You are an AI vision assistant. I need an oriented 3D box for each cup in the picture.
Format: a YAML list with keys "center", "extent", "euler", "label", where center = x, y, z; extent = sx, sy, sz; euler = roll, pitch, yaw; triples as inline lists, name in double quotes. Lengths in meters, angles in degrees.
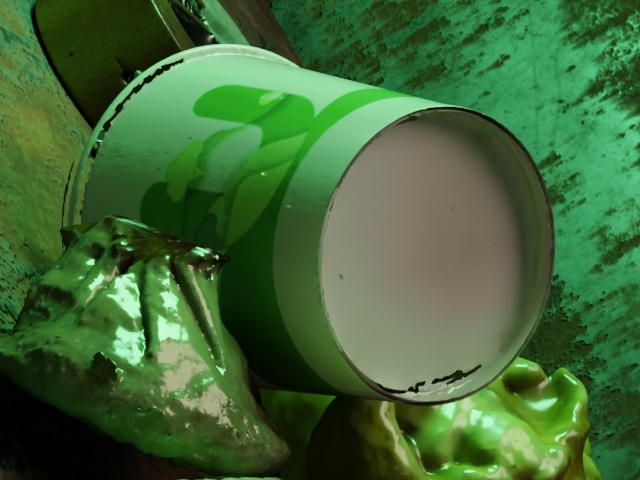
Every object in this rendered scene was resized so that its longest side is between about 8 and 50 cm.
- center: [0.000, 0.000, 1.260]
  extent: [0.274, 0.253, 0.253]
  euler: [12, -36, 54]
  label: "cup"

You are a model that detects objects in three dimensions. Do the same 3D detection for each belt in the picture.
- center: [-0.139, -0.151, 1.770]
  extent: [0.217, 0.122, 0.339]
  euler: [65, 12, 22]
  label: "belt"

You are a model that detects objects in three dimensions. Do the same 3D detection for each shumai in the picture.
- center: [-0.094, 0.057, 1.128]
  extent: [0.201, 0.120, 0.201]
  euler: [24, 1, -1]
  label: "shumai"

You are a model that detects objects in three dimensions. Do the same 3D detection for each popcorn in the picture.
- center: [0.071, 0.181, 1.482]
  extent: [0.292, 0.293, 0.334]
  euler: [22, 4, -25]
  label: "popcorn"

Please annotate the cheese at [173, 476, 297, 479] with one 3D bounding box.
- center: [-0.033, 0.251, 1.015]
  extent: [0.242, 0.124, 0.265]
  euler: [58, 9, 14]
  label: "cheese"

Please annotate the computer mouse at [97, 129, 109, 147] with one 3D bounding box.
- center: [-0.147, -0.054, 1.626]
  extent: [0.135, 0.047, 0.079]
  euler: [42, 19, -56]
  label: "computer mouse"
